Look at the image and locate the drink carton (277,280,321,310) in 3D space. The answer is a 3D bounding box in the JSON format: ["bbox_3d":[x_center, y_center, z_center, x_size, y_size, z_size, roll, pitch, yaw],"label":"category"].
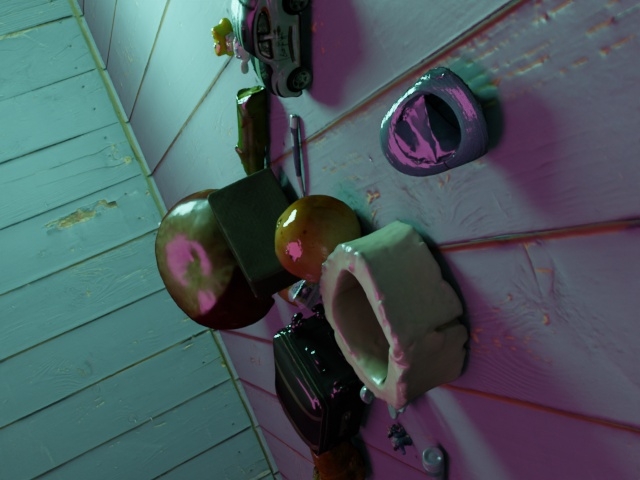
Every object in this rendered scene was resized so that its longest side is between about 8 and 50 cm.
[{"bbox_3d":[-0.045,0.139,1.893,0.074,0.084,0.200,38,168,-18],"label":"drink carton"}]

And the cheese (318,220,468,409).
[{"bbox_3d":[0.134,0.136,1.319,0.292,0.153,0.332,54,159,31],"label":"cheese"}]

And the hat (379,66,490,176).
[{"bbox_3d":[0.169,-0.167,1.000,0.191,0.078,0.138,-24,98,52],"label":"hat"}]

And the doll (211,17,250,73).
[{"bbox_3d":[-0.191,-0.449,1.644,0.113,0.071,0.135,13,133,44],"label":"doll"}]

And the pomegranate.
[{"bbox_3d":[-0.004,0.001,1.469,0.191,0.191,0.191,52,156,34],"label":"pomegranate"}]

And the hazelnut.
[{"bbox_3d":[-0.268,0.047,2.033,0.409,0.359,0.359,64,161,1],"label":"hazelnut"}]

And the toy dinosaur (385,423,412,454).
[{"bbox_3d":[0.189,0.484,1.732,0.083,0.047,0.031,53,155,36],"label":"toy dinosaur"}]

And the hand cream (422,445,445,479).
[{"bbox_3d":[0.259,0.524,1.614,0.076,0.047,0.174,49,163,36],"label":"hand cream"}]

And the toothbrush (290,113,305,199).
[{"bbox_3d":[-0.053,-0.169,1.645,0.024,0.026,0.288,40,149,36],"label":"toothbrush"}]

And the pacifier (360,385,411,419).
[{"bbox_3d":[0.145,0.330,1.579,0.150,0.116,0.127,112,157,-69],"label":"pacifier"}]

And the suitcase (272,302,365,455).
[{"bbox_3d":[-0.003,0.394,1.918,0.283,0.194,0.434,55,159,29],"label":"suitcase"}]

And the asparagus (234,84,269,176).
[{"bbox_3d":[-0.170,-0.262,1.773,0.085,0.082,0.343,22,148,10],"label":"asparagus"}]

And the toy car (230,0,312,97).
[{"bbox_3d":[-0.100,-0.400,1.353,0.136,0.125,0.306,52,155,33],"label":"toy car"}]

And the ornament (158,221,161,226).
[{"bbox_3d":[-0.364,0.024,2.355,0.239,0.239,0.239,21,132,64],"label":"ornament"}]

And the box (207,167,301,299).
[{"bbox_3d":[-0.142,-0.019,1.782,0.273,0.184,0.143,60,170,21],"label":"box"}]

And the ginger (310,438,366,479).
[{"bbox_3d":[0.055,0.678,2.161,0.321,0.172,0.165,89,-172,-47],"label":"ginger"}]
